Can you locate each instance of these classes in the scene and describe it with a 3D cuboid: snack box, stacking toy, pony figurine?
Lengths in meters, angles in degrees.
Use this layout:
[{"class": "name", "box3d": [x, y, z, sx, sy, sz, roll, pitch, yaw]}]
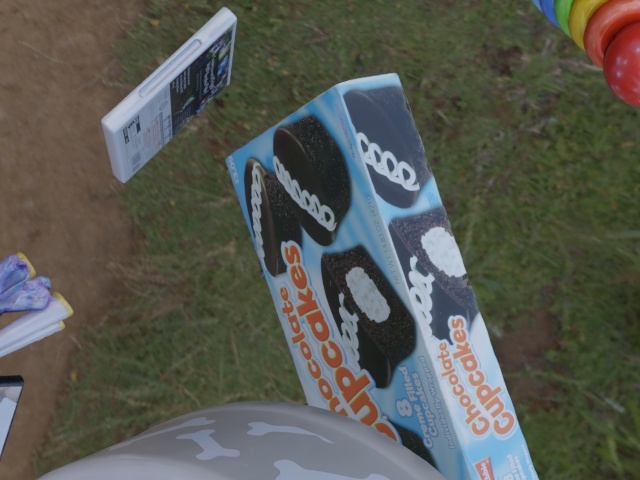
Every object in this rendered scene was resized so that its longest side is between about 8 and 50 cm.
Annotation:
[{"class": "snack box", "box3d": [0.038, 0.058, 0.800, 0.060, 0.187, 0.321, -18, 87, -31]}, {"class": "stacking toy", "box3d": [0.308, -0.261, 1.183, 0.141, 0.330, 0.141, -6, 133, -7]}, {"class": "pony figurine", "box3d": [-0.504, 0.166, 1.387, 0.363, 0.351, 0.302, -37, 92, -20]}]

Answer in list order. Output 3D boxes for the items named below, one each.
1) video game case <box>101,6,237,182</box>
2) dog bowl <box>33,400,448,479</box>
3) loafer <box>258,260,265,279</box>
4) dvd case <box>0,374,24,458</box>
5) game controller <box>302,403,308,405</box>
[{"class": "video game case", "box3d": [-0.159, -0.149, 1.133, 0.022, 0.190, 0.173, 44, 76, 4]}, {"class": "dog bowl", "box3d": [-0.056, 0.249, 0.487, 0.102, 0.349, 0.348, 10, 109, -59]}, {"class": "loafer", "box3d": [0.000, 0.000, 2.047, 0.268, 0.084, 0.096, -20, 166, 16]}, {"class": "dvd case", "box3d": [-0.580, 0.277, 1.579, 0.253, 0.022, 0.180, 2, 125, -36]}, {"class": "game controller", "box3d": [0.056, 0.339, 1.252, 0.067, 0.166, 0.319, -39, 96, 15]}]
